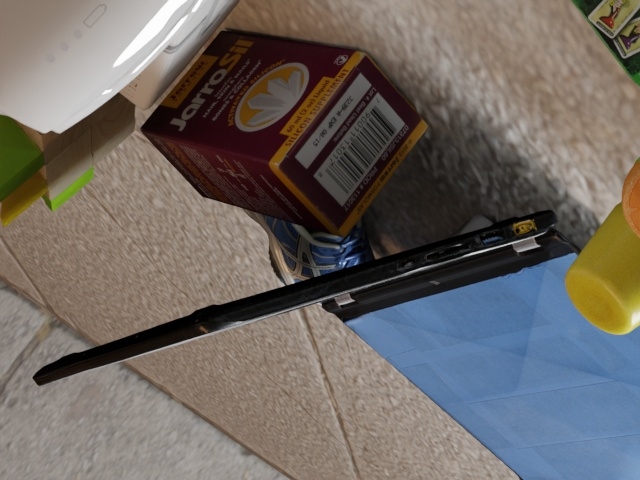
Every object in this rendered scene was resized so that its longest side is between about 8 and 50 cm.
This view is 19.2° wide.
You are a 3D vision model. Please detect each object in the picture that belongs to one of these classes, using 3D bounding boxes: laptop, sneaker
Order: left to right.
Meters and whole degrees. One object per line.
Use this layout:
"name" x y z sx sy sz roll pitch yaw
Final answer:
"sneaker" 0.000 0.000 1.566 0.081 0.080 0.211 28 165 43
"laptop" 0.060 0.131 1.378 0.382 0.408 0.236 -22 84 64

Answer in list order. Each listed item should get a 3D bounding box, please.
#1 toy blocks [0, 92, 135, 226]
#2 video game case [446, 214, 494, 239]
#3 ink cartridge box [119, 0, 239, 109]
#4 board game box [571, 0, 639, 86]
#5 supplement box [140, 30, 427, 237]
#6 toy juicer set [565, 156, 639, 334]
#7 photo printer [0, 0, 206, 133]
"toy blocks" -0.265 -0.184 1.484 0.261 0.191 0.381 48 168 3
"video game case" 0.199 0.109 1.529 0.300 0.036 0.329 37 167 -1
"ink cartridge box" -0.138 -0.212 1.145 0.207 0.117 0.283 38 166 -3
"board game box" 0.060 -0.187 0.814 0.259 0.030 0.136 46 -169 -33
"supplement box" -0.029 -0.079 1.335 0.081 0.104 0.188 47 163 -32
"toy juicer set" 0.295 0.058 1.060 0.329 0.089 0.209 41 155 17
"photo printer" -0.173 -0.221 0.938 0.307 0.256 0.107 37 -173 3
